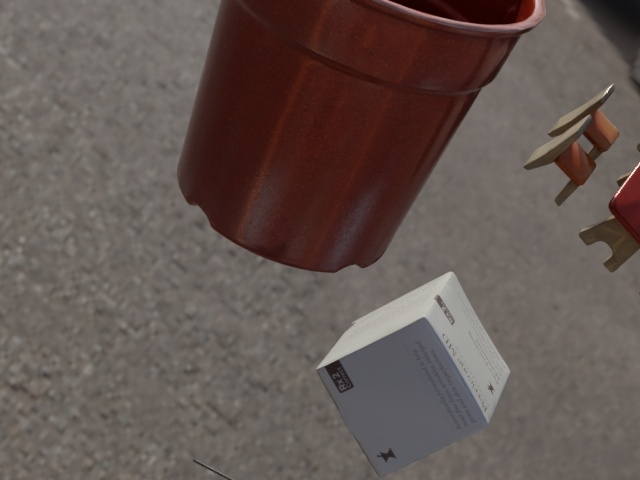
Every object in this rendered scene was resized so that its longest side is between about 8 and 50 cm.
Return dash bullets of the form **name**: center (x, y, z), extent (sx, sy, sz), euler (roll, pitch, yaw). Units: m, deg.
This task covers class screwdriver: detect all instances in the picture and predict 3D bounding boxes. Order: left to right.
- **screwdriver**: center (-0.106, 0.350, 2.201), extent (0.170, 0.024, 0.025), euler (28, 7, 7)

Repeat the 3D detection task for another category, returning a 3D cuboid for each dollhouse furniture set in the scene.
- **dollhouse furniture set**: center (0.405, -0.075, 1.786), extent (0.262, 0.135, 0.259), euler (47, 46, -5)

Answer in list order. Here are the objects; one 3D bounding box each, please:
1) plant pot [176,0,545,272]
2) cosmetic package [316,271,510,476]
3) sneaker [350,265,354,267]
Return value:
- **plant pot**: center (0.011, -0.134, 1.312), extent (0.272, 0.265, 0.272), euler (18, 29, -10)
- **cosmetic package**: center (0.113, 0.154, 1.821), extent (0.151, 0.151, 0.183), euler (59, 20, -7)
- **sneaker**: center (0.000, 0.000, 1.932), extent (0.098, 0.038, 0.069), euler (52, 40, 11)
